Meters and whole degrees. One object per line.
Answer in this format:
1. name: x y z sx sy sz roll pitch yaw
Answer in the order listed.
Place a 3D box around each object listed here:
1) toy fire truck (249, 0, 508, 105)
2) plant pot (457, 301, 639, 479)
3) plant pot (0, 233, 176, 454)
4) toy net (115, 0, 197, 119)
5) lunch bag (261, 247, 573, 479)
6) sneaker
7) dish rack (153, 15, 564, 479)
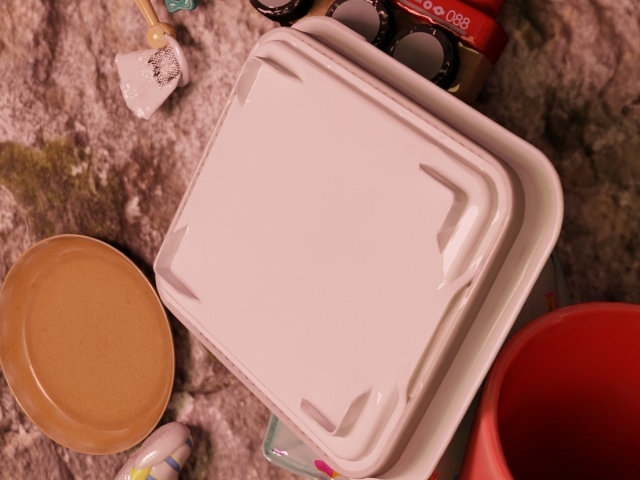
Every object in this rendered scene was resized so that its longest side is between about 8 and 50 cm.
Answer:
1. toy fire truck: 0.077 -0.260 1.154 0.217 0.158 0.246 31 94 17
2. plant pot: 0.220 0.225 1.072 0.275 0.275 0.243 39 139 18
3. plant pot: -0.243 0.108 1.452 0.236 0.032 0.236 6 102 28
4. toy net: -0.129 -0.224 1.322 0.122 0.045 0.232 22 111 20
5. lunch bag: 0.095 0.074 1.142 0.160 0.223 0.262 26 108 31
6. sneaker: -0.174 0.297 1.430 0.126 0.091 0.240 38 116 -2
7. dish rack: 0.000 0.000 1.031 0.333 0.072 0.285 38 108 40
